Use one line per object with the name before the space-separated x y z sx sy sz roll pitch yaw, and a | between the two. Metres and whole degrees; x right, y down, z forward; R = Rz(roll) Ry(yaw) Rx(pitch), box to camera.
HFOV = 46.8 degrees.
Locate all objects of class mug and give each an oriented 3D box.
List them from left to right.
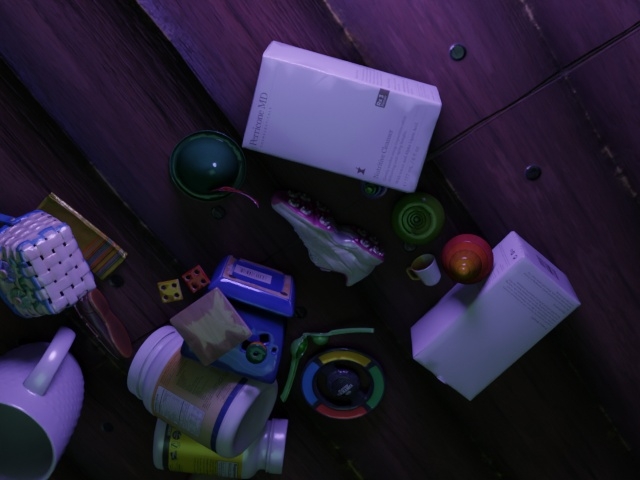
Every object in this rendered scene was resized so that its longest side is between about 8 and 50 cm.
mug | -0.711 0.375 1.828 0.276 0.328 0.374 31 112 -11
mug | 0.257 0.074 1.797 0.062 0.078 0.064 -42 119 -15

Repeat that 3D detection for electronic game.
electronic game | 0.059 0.376 1.942 0.229 0.048 0.229 1 114 2

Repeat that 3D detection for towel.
towel | -0.596 -0.007 1.816 0.237 0.021 0.102 42 109 -15

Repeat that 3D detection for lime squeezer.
lime squeezer | -0.012 0.276 1.875 0.310 0.110 0.059 -39 145 14

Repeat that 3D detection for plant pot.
plant pot | -0.181 0.174 1.768 0.236 0.236 0.212 19 107 -5

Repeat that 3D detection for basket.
basket | -0.690 0.050 1.753 0.289 0.201 0.254 7 125 45

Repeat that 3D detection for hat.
hat | -0.256 -0.141 1.647 0.208 0.183 0.173 -22 111 12

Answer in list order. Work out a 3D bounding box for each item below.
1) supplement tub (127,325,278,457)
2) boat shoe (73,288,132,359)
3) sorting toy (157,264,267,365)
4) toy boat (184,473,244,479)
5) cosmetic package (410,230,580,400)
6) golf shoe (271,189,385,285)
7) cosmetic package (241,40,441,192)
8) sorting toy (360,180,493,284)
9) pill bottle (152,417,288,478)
supplement tub | -0.290 0.363 1.814 0.316 0.228 0.228 25 116 19
boat shoe | -0.559 0.219 1.893 0.073 0.073 0.207 -22 104 14
sorting toy | -0.244 0.179 1.632 0.132 0.046 0.274 -35 100 9
toy boat | -0.294 0.732 2.091 0.231 0.151 0.151 45 138 -16
cosmetic package | 0.409 0.184 1.778 0.197 0.155 0.365 39 111 -13
golf shoe | 0.000 0.000 1.741 0.306 0.115 0.140 33 115 -10
cosmetic package | 0.044 -0.267 1.590 0.385 0.156 0.217 13 116 -4
sorting toy | 0.231 -0.023 1.662 0.365 0.126 0.127 40 109 2
pill bottle | -0.258 0.525 1.951 0.334 0.188 0.188 6 115 -1
